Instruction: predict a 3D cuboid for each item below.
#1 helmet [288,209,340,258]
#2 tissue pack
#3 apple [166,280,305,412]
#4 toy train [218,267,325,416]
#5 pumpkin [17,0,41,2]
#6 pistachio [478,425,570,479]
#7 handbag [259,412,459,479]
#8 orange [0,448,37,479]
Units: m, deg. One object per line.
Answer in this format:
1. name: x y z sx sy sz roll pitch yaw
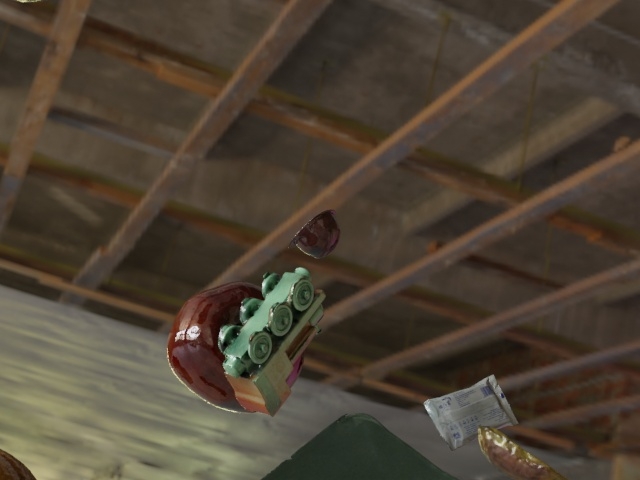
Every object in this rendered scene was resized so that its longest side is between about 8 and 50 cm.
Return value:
1. helmet: 0.000 0.000 2.005 0.089 0.057 0.111 -19 -24 -52
2. tissue pack: 0.329 0.373 2.415 0.193 0.123 0.026 -16 -23 -27
3. apple: -0.135 0.179 1.834 0.233 0.234 0.234 13 -20 5
4. toy train: -0.055 0.120 1.391 0.074 0.176 0.118 8 -44 39
5. pumpkin: -0.364 -0.470 1.491 0.257 0.327 0.291 52 -3 2
6. pistachio: 0.306 0.346 1.697 0.173 0.049 0.089 33 -9 26
7. handbag: 0.063 0.316 1.175 0.260 0.247 0.079 31 -55 26
8. orange: -0.698 0.516 2.067 0.356 0.322 0.322 18 -18 17
